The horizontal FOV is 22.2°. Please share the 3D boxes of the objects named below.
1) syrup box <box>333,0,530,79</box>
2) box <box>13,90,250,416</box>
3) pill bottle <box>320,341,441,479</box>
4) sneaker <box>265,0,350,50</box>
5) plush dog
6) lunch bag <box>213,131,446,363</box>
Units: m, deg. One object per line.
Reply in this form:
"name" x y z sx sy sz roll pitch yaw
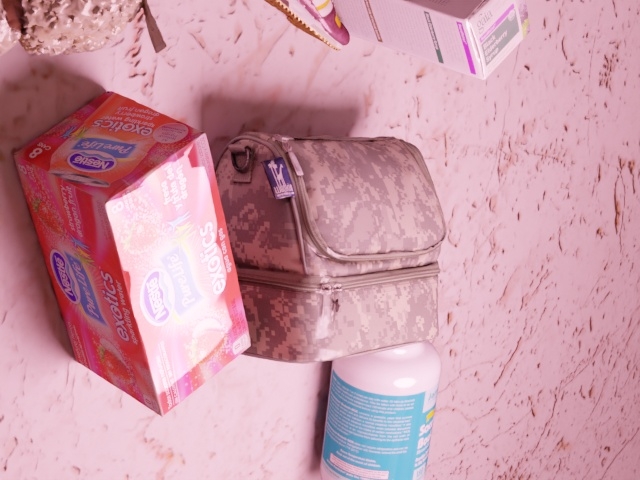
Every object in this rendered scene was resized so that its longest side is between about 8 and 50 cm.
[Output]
"syrup box" 0.114 -0.273 1.864 0.093 0.236 0.096 -47 140 -24
"box" -0.195 0.015 1.726 0.142 0.154 0.300 -38 137 -31
"pill bottle" 0.083 0.216 2.186 0.146 0.146 0.264 -20 125 -44
"sneaker" -0.008 -0.284 1.848 0.084 0.069 0.185 -57 144 0
"plush dog" -0.280 -0.233 1.470 0.225 0.211 0.262 -22 131 -13
"lunch bag" 0.000 0.000 1.924 0.305 0.212 0.256 -4 97 -50
